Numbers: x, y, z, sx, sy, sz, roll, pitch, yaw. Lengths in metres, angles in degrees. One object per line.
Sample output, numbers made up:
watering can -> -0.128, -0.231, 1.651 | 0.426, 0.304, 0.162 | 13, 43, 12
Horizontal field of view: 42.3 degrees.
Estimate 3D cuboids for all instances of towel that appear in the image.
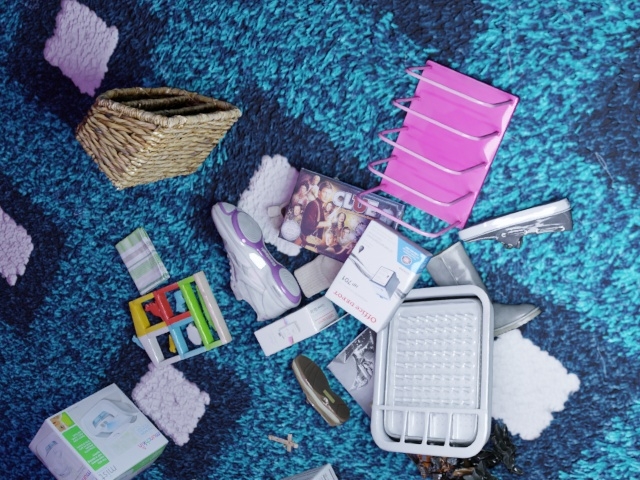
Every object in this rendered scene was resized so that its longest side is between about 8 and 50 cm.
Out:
towel -> -0.463, 0.055, 2.130 | 0.113, 0.023, 0.152 | -32, 86, 29

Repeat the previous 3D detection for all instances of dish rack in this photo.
dish rack -> 0.237, 0.264, 1.677 | 0.285, 0.072, 0.333 | -9, 72, 44

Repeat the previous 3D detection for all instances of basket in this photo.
basket -> -0.364, -0.276, 1.841 | 0.213, 0.299, 0.223 | 51, 121, 10

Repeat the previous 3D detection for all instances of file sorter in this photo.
file sorter -> 0.221, -0.179, 1.623 | 0.202, 0.182, 0.291 | 28, 114, 20

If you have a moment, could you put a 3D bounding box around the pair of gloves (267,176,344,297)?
pair of gloves -> 0.000, 0.000, 1.863 | 0.204, 0.042, 0.240 | -20, 93, 30

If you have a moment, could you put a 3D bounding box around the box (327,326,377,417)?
box -> 0.153, 0.308, 1.848 | 0.231, 0.056, 0.183 | 49, 118, 9

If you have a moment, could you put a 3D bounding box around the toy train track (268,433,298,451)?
toy train track -> -0.095, 0.500, 2.048 | 0.083, 0.014, 0.048 | 11, 107, 26

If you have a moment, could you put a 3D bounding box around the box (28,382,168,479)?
box -> -0.579, 0.538, 2.171 | 0.231, 0.262, 0.127 | 43, 117, 13

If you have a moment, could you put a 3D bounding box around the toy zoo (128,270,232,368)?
toy zoo -> -0.378, 0.213, 2.119 | 0.293, 0.030, 0.192 | -22, 91, 30

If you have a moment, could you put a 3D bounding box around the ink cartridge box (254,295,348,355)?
ink cartridge box -> -0.038, 0.186, 1.885 | 0.198, 0.115, 0.067 | -28, 88, 29

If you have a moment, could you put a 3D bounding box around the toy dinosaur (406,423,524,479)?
toy dinosaur -> 0.308, 0.490, 1.782 | 0.322, 0.164, 0.218 | 35, 141, -25

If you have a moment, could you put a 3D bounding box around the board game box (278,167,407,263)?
board game box -> 0.046, -0.042, 1.791 | 0.243, 0.042, 0.165 | 21, 98, 14

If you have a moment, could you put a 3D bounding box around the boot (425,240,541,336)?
boot -> 0.329, 0.096, 1.702 | 0.189, 0.076, 0.209 | -26, 83, 31

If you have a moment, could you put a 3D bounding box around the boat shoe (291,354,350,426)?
boat shoe -> -0.014, 0.360, 1.946 | 0.190, 0.068, 0.072 | 55, 131, 6

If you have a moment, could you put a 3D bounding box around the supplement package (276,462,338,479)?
supplement package -> -0.029, 0.708, 1.989 | 0.204, 0.145, 0.262 | -27, 88, 30

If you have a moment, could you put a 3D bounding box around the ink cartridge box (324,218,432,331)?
ink cartridge box -> 0.120, 0.072, 1.710 | 0.139, 0.082, 0.191 | 34, 99, 12

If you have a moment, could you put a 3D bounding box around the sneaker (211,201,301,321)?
sneaker -> -0.180, 0.054, 1.928 | 0.152, 0.114, 0.305 | -36, 84, 28

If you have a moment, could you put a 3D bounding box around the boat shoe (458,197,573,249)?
boat shoe -> 0.389, -0.019, 1.639 | 0.228, 0.080, 0.076 | -17, 92, 22
